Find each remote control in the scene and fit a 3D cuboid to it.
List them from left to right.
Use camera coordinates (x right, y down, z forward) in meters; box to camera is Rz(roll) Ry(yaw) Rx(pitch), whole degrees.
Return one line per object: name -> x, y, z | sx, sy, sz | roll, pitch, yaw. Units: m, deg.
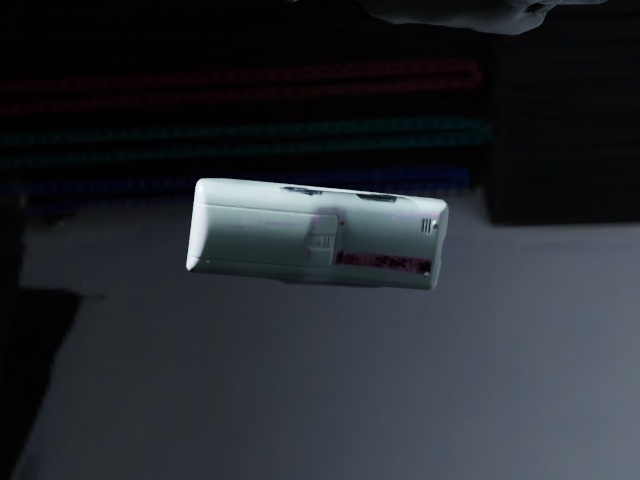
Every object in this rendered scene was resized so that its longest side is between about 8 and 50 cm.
remote control -> 0.000, 0.000, 0.835 | 0.029, 0.166, 0.065 | -129, 46, -72

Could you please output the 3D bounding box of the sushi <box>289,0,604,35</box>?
sushi -> -0.041, -0.194, 0.253 | 0.328, 0.328, 0.285 | -12, -70, -71
